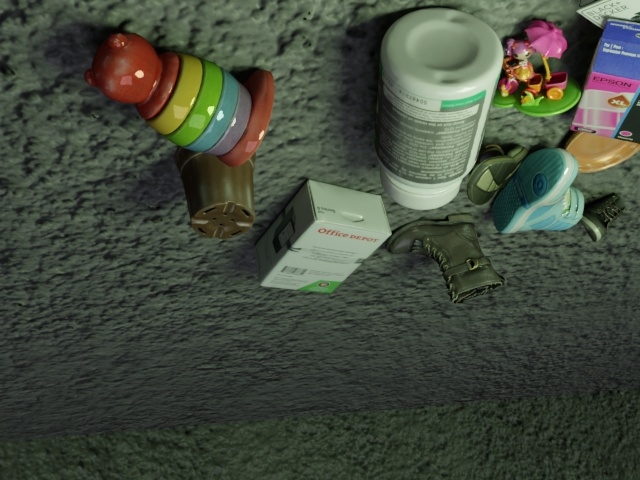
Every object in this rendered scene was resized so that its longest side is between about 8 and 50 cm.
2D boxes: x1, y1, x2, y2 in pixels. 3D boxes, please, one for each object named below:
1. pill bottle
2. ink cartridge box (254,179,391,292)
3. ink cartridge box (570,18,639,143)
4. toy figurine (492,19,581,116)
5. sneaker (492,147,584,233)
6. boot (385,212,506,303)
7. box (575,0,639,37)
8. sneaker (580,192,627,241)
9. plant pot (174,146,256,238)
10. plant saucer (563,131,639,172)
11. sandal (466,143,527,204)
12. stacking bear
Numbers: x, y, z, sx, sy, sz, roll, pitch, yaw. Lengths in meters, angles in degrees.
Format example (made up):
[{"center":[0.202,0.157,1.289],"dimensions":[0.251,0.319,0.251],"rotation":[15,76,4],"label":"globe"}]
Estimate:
[{"center":[0.203,-0.225,1.274],"dimensions":[0.204,0.204,0.361],"rotation":[-9,148,-4],"label":"pill bottle"},{"center":[0.000,0.000,1.644],"dimensions":[0.211,0.121,0.289],"rotation":[10,143,-30],"label":"ink cartridge box"},{"center":[0.584,-0.281,1.280],"dimensions":[0.175,0.069,0.371],"rotation":[16,169,15],"label":"ink cartridge box"},{"center":[0.394,-0.334,1.284],"dimensions":[0.173,0.130,0.159],"rotation":[3,140,23],"label":"toy figurine"},{"center":[0.566,-0.119,1.637],"dimensions":[0.208,0.127,0.319],"rotation":[-1,158,-15],"label":"sneaker"},{"center":[0.310,0.056,1.732],"dimensions":[0.263,0.229,0.091],"rotation":[-16,148,7],"label":"boot"},{"center":[0.595,-0.375,1.144],"dimensions":[0.290,0.087,0.169],"rotation":[23,172,-23],"label":"box"},{"center":[0.724,-0.069,1.758],"dimensions":[0.118,0.083,0.222],"rotation":[-33,-179,18],"label":"sneaker"},{"center":[-0.202,-0.103,1.374],"dimensions":[0.167,0.165,0.167],"rotation":[-8,147,-5],"label":"plant pot"},{"center":[0.648,-0.230,1.570],"dimensions":[0.200,0.037,0.200],"rotation":[-9,149,-5],"label":"plant saucer"},{"center":[0.360,-0.154,1.465],"dimensions":[0.120,0.086,0.303],"rotation":[-56,166,26],"label":"sandal"},{"center":[-0.240,-0.247,1.152],"dimensions":[0.289,0.164,0.175],"rotation":[22,135,-36],"label":"stacking bear"}]
